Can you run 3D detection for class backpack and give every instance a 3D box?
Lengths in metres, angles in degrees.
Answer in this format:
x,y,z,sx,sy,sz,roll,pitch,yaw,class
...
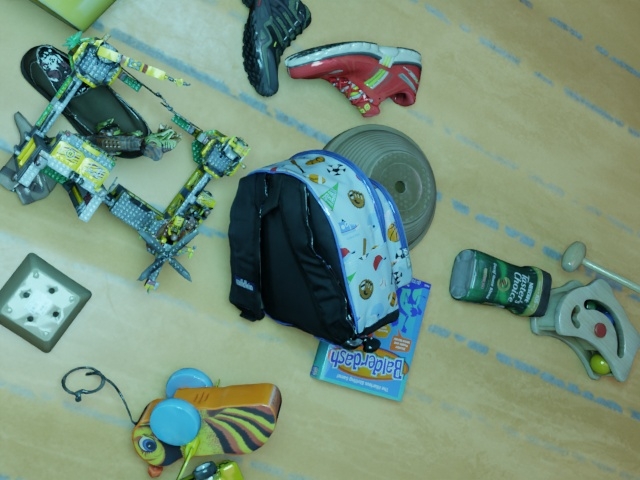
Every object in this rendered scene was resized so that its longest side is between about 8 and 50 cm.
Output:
x,y,z,sx,sy,sz,roll,pitch,yaw,class
0.000,0.000,1.059,0.213,0.277,0.263,-37,122,-37,backpack

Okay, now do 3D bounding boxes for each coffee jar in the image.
x,y,z,sx,sy,sz,roll,pitch,yaw,class
0.332,0.081,1.310,0.184,0.079,0.096,14,82,-22,coffee jar

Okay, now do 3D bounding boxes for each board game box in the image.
x,y,z,sx,sy,sz,roll,pitch,yaw,class
0.087,0.151,1.221,0.160,0.047,0.210,19,81,-21,board game box

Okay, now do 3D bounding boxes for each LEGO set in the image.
x,y,z,sx,sy,sz,roll,pitch,yaw,class
-0.246,-0.108,0.971,0.255,0.192,0.331,-47,121,-4,LEGO set

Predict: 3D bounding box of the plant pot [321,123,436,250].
x,y,z,sx,sy,sz,roll,pitch,yaw,class
0.108,-0.085,1.210,0.237,0.110,0.237,2,86,-22,plant pot

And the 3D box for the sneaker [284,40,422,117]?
x,y,z,sx,sy,sz,roll,pitch,yaw,class
0.067,-0.263,1.188,0.279,0.107,0.118,-6,100,-37,sneaker

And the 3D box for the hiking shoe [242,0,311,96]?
x,y,z,sx,sy,sz,roll,pitch,yaw,class
-0.064,-0.344,1.165,0.114,0.086,0.226,-1,88,-21,hiking shoe

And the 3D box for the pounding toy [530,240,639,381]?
x,y,z,sx,sy,sz,roll,pitch,yaw,class
0.506,0.149,1.337,0.154,0.155,0.269,-40,102,-24,pounding toy

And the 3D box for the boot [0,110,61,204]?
x,y,z,sx,sy,sz,roll,pitch,yaw,class
-0.426,-0.113,1.029,0.087,0.042,0.118,-40,95,-11,boot

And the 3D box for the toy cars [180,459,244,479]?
x,y,z,sx,sy,sz,roll,pitch,yaw,class
-0.244,0.488,1.050,0.176,0.087,0.393,28,80,-14,toy cars

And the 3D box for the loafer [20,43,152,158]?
x,y,z,sx,sy,sz,roll,pitch,yaw,class
-0.338,-0.200,1.046,0.220,0.078,0.080,37,74,-16,loafer

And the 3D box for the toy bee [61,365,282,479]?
x,y,z,sx,sy,sz,roll,pitch,yaw,class
-0.203,0.269,1.054,0.195,0.298,0.162,-39,136,-53,toy bee

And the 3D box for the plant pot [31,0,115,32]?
x,y,z,sx,sy,sz,roll,pitch,yaw,class
-0.334,-0.432,0.987,0.254,0.254,0.239,32,92,-18,plant pot

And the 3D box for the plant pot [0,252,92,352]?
x,y,z,sx,sy,sz,roll,pitch,yaw,class
-0.389,0.088,1.001,0.109,0.096,0.109,38,74,-17,plant pot
